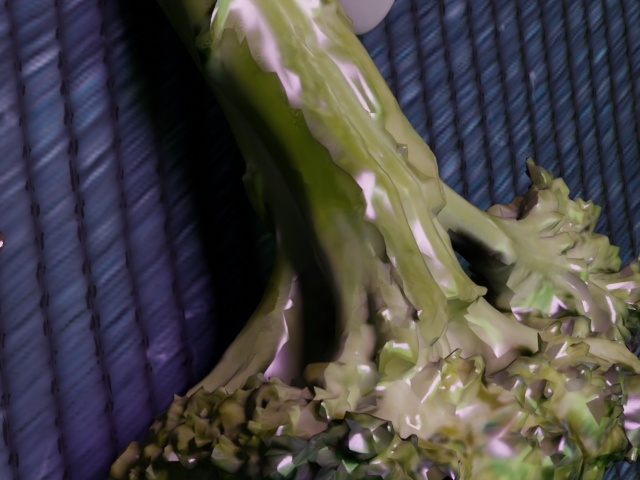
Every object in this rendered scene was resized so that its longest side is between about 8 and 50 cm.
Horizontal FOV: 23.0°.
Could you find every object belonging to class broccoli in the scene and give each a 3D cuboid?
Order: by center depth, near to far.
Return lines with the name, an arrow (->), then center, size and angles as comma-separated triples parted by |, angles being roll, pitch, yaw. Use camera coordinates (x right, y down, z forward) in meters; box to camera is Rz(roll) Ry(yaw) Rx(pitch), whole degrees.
broccoli -> 0.001, 0.020, 0.835 | 0.397, 0.275, 0.353 | 55, 18, -28

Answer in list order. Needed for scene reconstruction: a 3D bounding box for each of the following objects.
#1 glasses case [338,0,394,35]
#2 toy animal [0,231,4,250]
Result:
glasses case -> -0.027, -0.221, 0.941 | 0.233, 0.059, 0.092 | 49, 55, -33
toy animal -> -0.245, 0.039, 0.663 | 0.186, 0.094, 0.214 | 36, 53, -45
